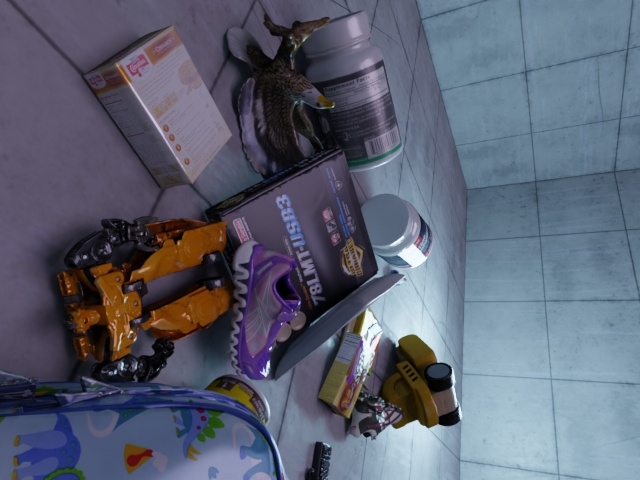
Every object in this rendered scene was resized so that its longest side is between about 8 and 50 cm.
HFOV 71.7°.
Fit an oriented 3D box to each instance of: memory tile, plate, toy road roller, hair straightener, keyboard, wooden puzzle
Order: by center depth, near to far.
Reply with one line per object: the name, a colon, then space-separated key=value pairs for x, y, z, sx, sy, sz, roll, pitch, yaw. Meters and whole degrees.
memory tile: x=-0.090 y=0.124 z=0.803 sx=0.113 sy=0.012 sz=0.148 roll=-35 pitch=119 yaw=-26
plate: x=0.041 y=0.172 z=0.976 sx=0.045 sy=0.278 sz=0.277 roll=50 pitch=25 yaw=10
keyboard: x=-0.006 y=0.566 z=1.027 sx=0.108 sy=0.023 sz=0.180 roll=49 pitch=43 yaw=-50
hair straightener: x=-0.002 y=-0.178 z=1.082 sx=0.047 sy=0.089 sz=0.230 roll=70 pitch=23 yaw=-59
wooden puzzle: x=0.130 y=0.291 z=1.318 sx=0.221 sy=0.044 sz=0.239 roll=58 pitch=37 yaw=-42
toy road roller: x=0.312 y=0.500 z=1.533 sx=0.329 sy=0.240 sz=0.202 roll=-131 pitch=-156 yaw=-69

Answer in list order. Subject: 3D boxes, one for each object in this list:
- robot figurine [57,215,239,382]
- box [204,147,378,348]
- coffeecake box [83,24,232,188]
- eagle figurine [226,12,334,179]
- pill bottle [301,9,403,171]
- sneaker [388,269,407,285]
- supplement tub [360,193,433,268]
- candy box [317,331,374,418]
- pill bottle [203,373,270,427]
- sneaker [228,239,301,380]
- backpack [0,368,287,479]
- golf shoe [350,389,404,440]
robot figurine: x=-0.223 y=0.066 z=0.610 sx=0.291 sy=0.085 sz=0.211 roll=-23 pitch=106 yaw=-63
box: x=-0.037 y=0.009 z=0.872 sx=0.293 sy=0.073 sz=0.295 roll=-33 pitch=117 yaw=-31
coffeecake box: x=-0.228 y=-0.196 z=0.660 sx=0.185 sy=0.068 sz=0.142 roll=65 pitch=33 yaw=-35
eagle figurine: x=-0.068 y=-0.287 z=0.917 sx=0.226 sy=0.225 sz=0.298 roll=-11 pitch=134 yaw=-25
pill bottle: x=0.081 y=-0.380 z=1.153 sx=0.204 sy=0.204 sz=0.361 roll=-57 pitch=135 yaw=-51
sneaker: x=0.286 y=0.136 z=1.649 sx=0.135 sy=0.052 sz=0.058 roll=-4 pitch=85 yaw=-64
supplement tub: x=0.244 y=-0.025 z=1.434 sx=0.272 sy=0.191 sz=0.191 roll=31 pitch=58 yaw=-58
candy box: x=0.071 y=0.346 z=1.143 sx=0.187 sy=0.053 sz=0.109 roll=-60 pitch=140 yaw=-27
pill bottle: x=-0.171 y=0.298 z=0.637 sx=0.215 sy=0.117 sz=0.117 roll=-39 pitch=120 yaw=-59
sneaker: x=-0.084 y=0.119 z=0.715 sx=0.095 sy=0.104 sz=0.236 roll=-40 pitch=135 yaw=-74
backpack: x=-0.196 y=0.243 z=0.350 sx=0.355 sy=0.273 sz=0.290 roll=19 pitch=53 yaw=-49
golf shoe: x=0.157 y=0.518 z=1.303 sx=0.273 sy=0.105 sz=0.120 roll=39 pitch=69 yaw=-50
